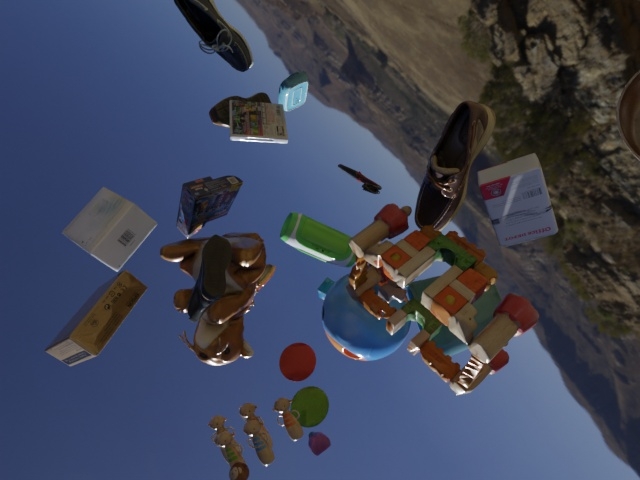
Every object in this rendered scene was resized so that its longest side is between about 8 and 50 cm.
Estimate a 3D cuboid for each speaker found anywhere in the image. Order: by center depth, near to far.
[{"bbox_3d":[0.000,0.000,1.711,0.296,0.131,0.131,24,-157,-16],"label":"speaker"}]

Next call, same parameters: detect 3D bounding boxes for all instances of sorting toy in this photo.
[{"bbox_3d":[-0.058,0.505,1.464,0.126,0.127,0.366,169,85,-70],"label":"sorting toy"}]

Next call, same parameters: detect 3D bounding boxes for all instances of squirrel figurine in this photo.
[{"bbox_3d":[-0.277,0.173,1.370,0.397,0.281,0.371,-47,-43,-76],"label":"squirrel figurine"}]

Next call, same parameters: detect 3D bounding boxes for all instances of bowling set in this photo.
[{"bbox_3d":[-0.203,0.553,1.246,0.154,0.287,0.200,63,-171,1],"label":"bowling set"}]

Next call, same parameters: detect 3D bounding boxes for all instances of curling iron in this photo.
[{"bbox_3d":[0.136,-0.235,1.646,0.068,0.035,0.274,7,-155,-31],"label":"curling iron"}]

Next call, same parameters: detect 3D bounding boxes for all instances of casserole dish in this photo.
[{"bbox_3d":[-0.092,-0.521,1.586,0.037,0.114,0.188,57,164,10],"label":"casserole dish"}]

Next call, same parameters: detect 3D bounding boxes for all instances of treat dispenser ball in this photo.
[{"bbox_3d":[0.147,0.241,1.447,0.288,0.288,0.288,40,-162,-16],"label":"treat dispenser ball"}]

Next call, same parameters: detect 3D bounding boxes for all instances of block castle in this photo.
[{"bbox_3d":[0.284,0.131,1.126,0.453,0.213,0.303,41,153,29],"label":"block castle"}]

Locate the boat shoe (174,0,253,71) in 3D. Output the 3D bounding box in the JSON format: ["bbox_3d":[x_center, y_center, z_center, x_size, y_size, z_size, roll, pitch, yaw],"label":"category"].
[{"bbox_3d":[-0.261,-0.514,1.109,0.254,0.095,0.079,52,-139,-47],"label":"boat shoe"}]

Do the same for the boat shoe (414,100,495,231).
[{"bbox_3d":[0.304,-0.173,1.096,0.123,0.342,0.123,38,-153,32],"label":"boat shoe"}]

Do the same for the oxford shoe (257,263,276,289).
[{"bbox_3d":[-0.331,0.179,1.848,0.133,0.130,0.363,52,-130,1],"label":"oxford shoe"}]

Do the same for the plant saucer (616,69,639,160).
[{"bbox_3d":[0.627,-0.184,0.677,0.311,0.310,0.050,57,-177,35],"label":"plant saucer"}]

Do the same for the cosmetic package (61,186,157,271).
[{"bbox_3d":[-0.765,-0.046,1.624,0.224,0.224,0.138,23,160,35],"label":"cosmetic package"}]

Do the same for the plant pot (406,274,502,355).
[{"bbox_3d":[0.442,0.225,1.448,0.271,0.255,0.272,-19,-90,-86],"label":"plant pot"}]

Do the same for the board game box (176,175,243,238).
[{"bbox_3d":[-0.347,-0.102,1.335,0.060,0.194,0.194,46,-143,11],"label":"board game box"}]

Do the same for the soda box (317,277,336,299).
[{"bbox_3d":[0.092,0.236,1.804,0.210,0.071,0.067,28,150,27],"label":"soda box"}]

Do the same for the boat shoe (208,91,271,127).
[{"bbox_3d":[-0.321,-0.503,1.773,0.324,0.119,0.123,-33,-70,-52],"label":"boat shoe"}]

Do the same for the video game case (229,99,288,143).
[{"bbox_3d":[-0.206,-0.391,1.469,0.183,0.023,0.201,1,-131,-13],"label":"video game case"}]

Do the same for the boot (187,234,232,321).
[{"bbox_3d":[-0.288,0.092,1.122,0.076,0.137,0.198,26,-141,-21],"label":"boot"}]

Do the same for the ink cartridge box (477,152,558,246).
[{"bbox_3d":[0.378,-0.074,0.859,0.150,0.109,0.063,59,-152,-27],"label":"ink cartridge box"}]

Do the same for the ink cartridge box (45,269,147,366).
[{"bbox_3d":[-0.608,0.212,1.222,0.088,0.193,0.235,45,-136,-22],"label":"ink cartridge box"}]
